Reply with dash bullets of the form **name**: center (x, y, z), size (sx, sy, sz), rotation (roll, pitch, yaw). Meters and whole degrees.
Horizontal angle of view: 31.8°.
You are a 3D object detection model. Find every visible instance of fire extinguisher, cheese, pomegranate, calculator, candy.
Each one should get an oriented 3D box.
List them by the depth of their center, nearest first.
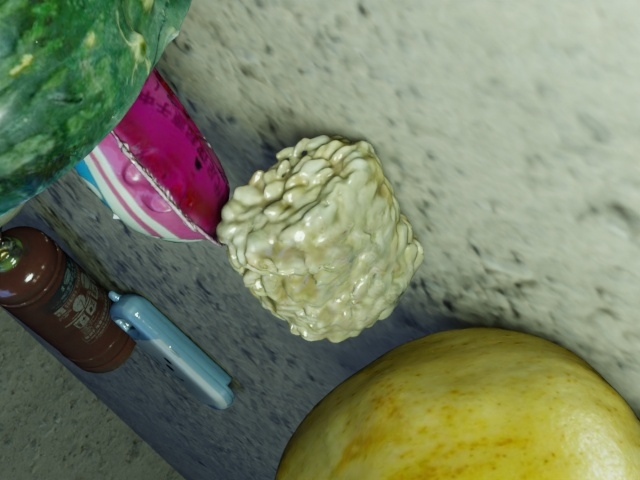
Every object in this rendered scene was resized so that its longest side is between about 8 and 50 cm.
- **candy**: center (0.000, 0.000, 0.593), size (0.085, 0.095, 0.110), rotation (33, 157, 34)
- **pomegranate**: center (0.085, 0.159, 0.597), size (0.233, 0.233, 0.233), rotation (36, 162, 14)
- **cheese**: center (-0.110, -0.070, 0.630), size (0.155, 0.062, 0.244), rotation (52, -178, -32)
- **fire extinguisher**: center (-0.342, 0.042, 1.400), size (0.102, 0.138, 0.344), rotation (-4, 150, 18)
- **calculator**: center (-0.189, 0.136, 1.417), size (0.210, 0.039, 0.121), rotation (45, 161, -13)

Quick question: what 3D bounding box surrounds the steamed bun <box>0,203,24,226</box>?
- **steamed bun**: center (-0.413, -0.102, 1.068), size (0.283, 0.177, 0.283), rotation (36, 162, 13)

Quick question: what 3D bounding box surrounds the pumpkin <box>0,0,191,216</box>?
- **pumpkin**: center (-0.222, -0.120, 0.465), size (0.263, 0.293, 0.197), rotation (-96, -21, -50)
